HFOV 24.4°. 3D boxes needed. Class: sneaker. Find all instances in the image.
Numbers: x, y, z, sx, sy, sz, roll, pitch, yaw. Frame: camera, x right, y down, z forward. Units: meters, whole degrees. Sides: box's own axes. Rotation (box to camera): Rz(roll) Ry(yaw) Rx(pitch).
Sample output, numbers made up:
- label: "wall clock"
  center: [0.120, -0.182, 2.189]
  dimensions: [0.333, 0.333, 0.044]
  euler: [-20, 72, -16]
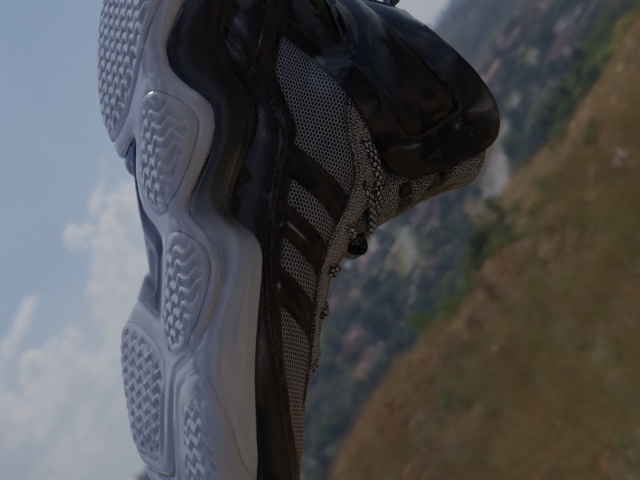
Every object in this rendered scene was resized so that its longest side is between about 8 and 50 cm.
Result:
- label: "sneaker"
  center: [0.000, 0.000, 0.596]
  dimensions: [0.101, 0.153, 0.268]
  euler: [146, 118, -63]
